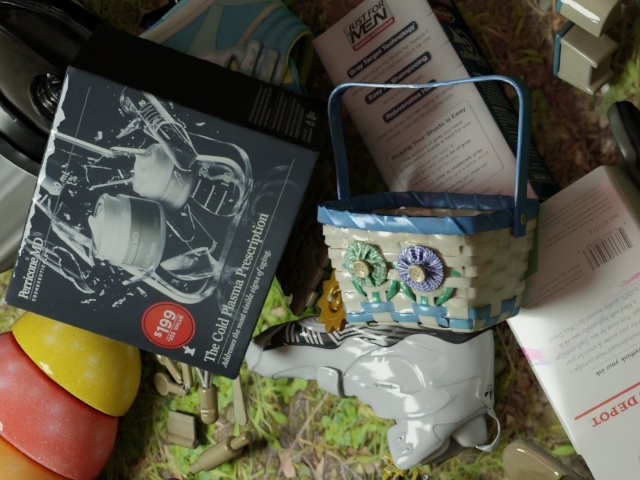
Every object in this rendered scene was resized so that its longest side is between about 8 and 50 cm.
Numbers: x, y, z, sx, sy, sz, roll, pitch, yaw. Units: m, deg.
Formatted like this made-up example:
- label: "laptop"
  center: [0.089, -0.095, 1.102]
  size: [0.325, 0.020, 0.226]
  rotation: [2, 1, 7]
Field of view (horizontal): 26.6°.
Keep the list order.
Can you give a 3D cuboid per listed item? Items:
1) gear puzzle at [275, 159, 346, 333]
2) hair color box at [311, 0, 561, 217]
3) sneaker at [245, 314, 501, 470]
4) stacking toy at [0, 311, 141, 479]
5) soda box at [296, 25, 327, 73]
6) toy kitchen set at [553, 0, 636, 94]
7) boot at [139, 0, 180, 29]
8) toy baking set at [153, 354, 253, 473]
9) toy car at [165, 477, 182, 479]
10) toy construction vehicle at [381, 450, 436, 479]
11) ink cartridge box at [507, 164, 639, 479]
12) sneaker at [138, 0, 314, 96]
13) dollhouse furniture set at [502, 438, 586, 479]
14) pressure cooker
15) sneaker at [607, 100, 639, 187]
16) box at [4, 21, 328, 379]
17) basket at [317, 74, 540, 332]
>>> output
- label: "gear puzzle"
  center: [0.000, 0.000, 1.767]
  size: [0.175, 0.044, 0.339]
  rotation: [-62, 29, 22]
- label: "hair color box"
  center: [0.148, -0.155, 1.731]
  size: [0.174, 0.105, 0.347]
  rotation: [-34, 73, 26]
- label: "sneaker"
  center: [0.068, 0.194, 1.758]
  size: [0.365, 0.137, 0.210]
  rotation: [-12, 82, 28]
- label: "stacking toy"
  center: [-0.374, 0.208, 1.977]
  size: [0.480, 0.350, 0.350]
  rotation: [-48, 66, 3]
- label: "soda box"
  center: [-0.078, -0.281, 1.895]
  size: [0.183, 0.058, 0.063]
  rotation: [16, 98, 29]
- label: "toy kitchen set"
  center: [0.352, -0.312, 1.636]
  size: [0.122, 0.166, 0.207]
  rotation: [39, 72, 24]
- label: "boot"
  center: [-0.208, -0.346, 1.941]
  size: [0.045, 0.121, 0.099]
  rotation: [24, 108, 27]
- label: "toy baking set"
  center: [-0.168, 0.223, 1.908]
  size: [0.256, 0.030, 0.197]
  rotation: [-31, 82, 49]
- label: "toy car"
  center: [-0.219, 0.408, 1.943]
  size: [0.182, 0.159, 0.136]
  rotation: [12, 61, 31]
- label: "toy construction vehicle"
  center: [0.117, 0.319, 1.756]
  size: [0.098, 0.086, 0.035]
  rotation: [31, 72, 26]
- label: "ink cartridge box"
  center: [0.358, 0.112, 1.594]
  size: [0.207, 0.119, 0.354]
  rotation: [-34, 72, 28]
- label: "sneaker"
  center: [-0.141, -0.203, 1.778]
  size: [0.208, 0.127, 0.319]
  rotation: [40, 84, 21]
- label: "dollhouse furniture set"
  center: [0.103, 0.447, 1.624]
  size: [0.256, 0.362, 0.394]
  rotation: [34, 136, 25]
- label: "pressure cooker"
  center: [-0.447, -0.181, 1.938]
  size: [0.420, 0.370, 0.376]
  rotation: [-37, 75, 29]
- label: "sneaker"
  center: [0.434, -0.087, 1.572]
  size: [0.130, 0.087, 0.228]
  rotation: [-38, 74, 23]
- label: "box"
  center: [-0.191, -0.047, 1.699]
  size: [0.312, 0.179, 0.343]
  rotation: [19, 116, -4]
- label: "basket"
  center: [0.129, -0.043, 1.559]
  size: [0.254, 0.201, 0.289]
  rotation: [0, 94, 35]
